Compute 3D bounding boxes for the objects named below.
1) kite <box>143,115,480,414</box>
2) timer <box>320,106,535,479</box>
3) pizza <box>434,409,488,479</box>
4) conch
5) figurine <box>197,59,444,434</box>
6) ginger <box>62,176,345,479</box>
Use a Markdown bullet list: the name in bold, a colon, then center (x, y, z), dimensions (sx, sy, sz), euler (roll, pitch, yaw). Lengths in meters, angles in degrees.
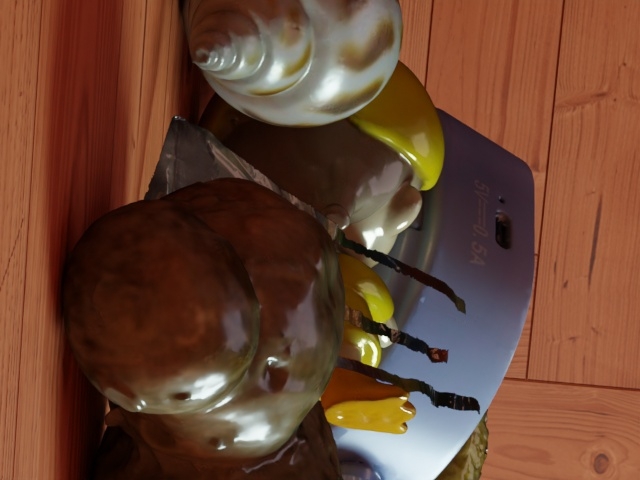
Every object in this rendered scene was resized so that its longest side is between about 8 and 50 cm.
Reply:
- **kite**: center (0.000, 0.026, 1.258), dimensions (0.015, 0.310, 0.169), euler (-25, -123, 41)
- **timer**: center (0.043, 0.098, 1.653), dimensions (0.395, 0.173, 0.395), euler (-45, -152, 32)
- **pizza**: center (0.025, 0.303, 1.841), dimensions (0.392, 0.080, 0.435), euler (-38, -138, 25)
- **conch**: center (-0.028, -0.164, 1.302), dimensions (0.149, 0.183, 0.275), euler (-46, 179, 5)
- **figurine**: center (0.000, 0.000, 1.428), dimensions (0.187, 0.215, 0.343), euler (47, 33, -51)
- **ginger**: center (-0.065, 0.082, 0.995), dimensions (0.244, 0.155, 0.304), euler (-73, 162, -51)
